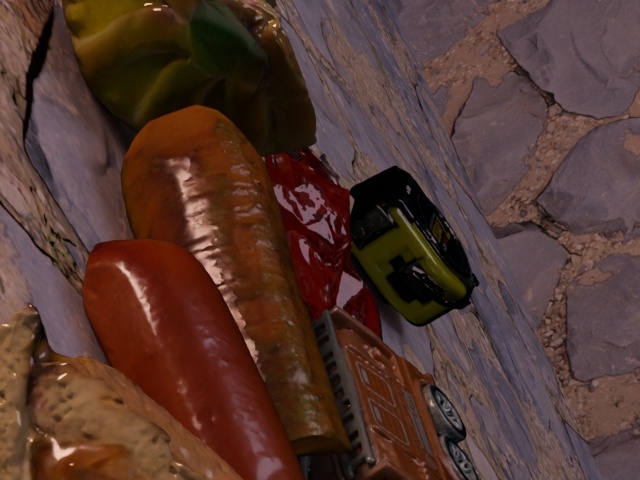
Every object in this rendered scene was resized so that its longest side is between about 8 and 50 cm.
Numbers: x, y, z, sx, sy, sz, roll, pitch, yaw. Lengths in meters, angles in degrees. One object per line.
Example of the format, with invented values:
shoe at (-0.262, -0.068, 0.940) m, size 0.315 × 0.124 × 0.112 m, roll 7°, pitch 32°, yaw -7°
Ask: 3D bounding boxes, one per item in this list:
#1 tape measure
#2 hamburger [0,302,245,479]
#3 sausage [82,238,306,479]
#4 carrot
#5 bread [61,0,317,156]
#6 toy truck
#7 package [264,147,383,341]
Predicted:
tape measure at (0.103, 0.017, 2.024) m, size 0.186 × 0.112 × 0.199 m, roll 52°, pitch 18°, yaw -10°
hamburger at (-0.108, 0.138, 0.790) m, size 0.208 × 0.135 × 0.155 m, roll 46°, pitch -4°, yaw -5°
sausage at (-0.066, 0.118, 1.035) m, size 0.089 × 0.083 × 0.300 m, roll -7°, pitch 62°, yaw -35°
carrot at (-0.065, 0.039, 1.195) m, size 0.114 × 0.114 × 0.302 m, roll 45°, pitch 22°, yaw -55°
bread at (-0.104, -0.143, 1.321) m, size 0.260 × 0.156 × 0.158 m, roll 29°, pitch 15°, yaw -18°
toy truck at (0.036, 0.194, 1.218) m, size 0.162 × 0.136 × 0.305 m, roll 45°, pitch 15°, yaw -34°
package at (0.000, 0.000, 1.707) m, size 0.194 × 0.071 × 0.269 m, roll 28°, pitch 36°, yaw -45°
